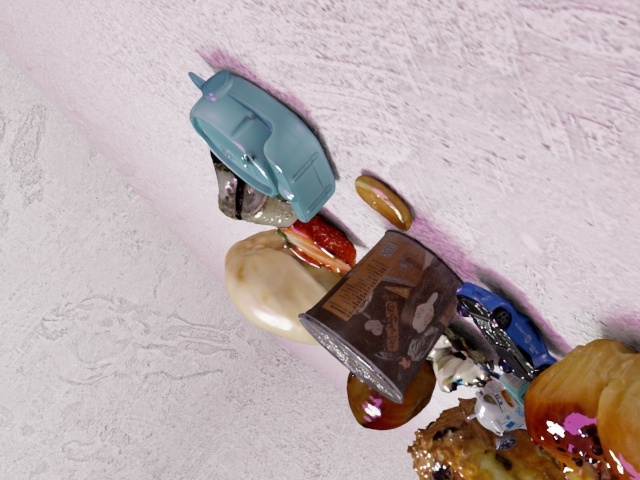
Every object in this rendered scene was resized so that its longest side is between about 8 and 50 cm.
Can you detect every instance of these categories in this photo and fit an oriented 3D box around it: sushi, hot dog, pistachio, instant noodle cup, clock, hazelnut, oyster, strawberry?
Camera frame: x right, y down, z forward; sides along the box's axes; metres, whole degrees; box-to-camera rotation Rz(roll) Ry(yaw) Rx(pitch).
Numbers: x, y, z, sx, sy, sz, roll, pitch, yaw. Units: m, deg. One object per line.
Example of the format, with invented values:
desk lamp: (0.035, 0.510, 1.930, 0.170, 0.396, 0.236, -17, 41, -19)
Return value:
sushi: (-0.103, -0.067, 1.761, 0.134, 0.109, 0.273, 17, -169, -42)
hot dog: (0.427, 0.285, 1.231, 0.365, 0.196, 0.367, 51, 163, -29)
pistachio: (-0.062, 0.101, 2.140, 0.321, 0.229, 0.238, 28, 141, 12)
instant noodle cup: (0.108, 0.115, 1.596, 0.217, 0.207, 0.217, 38, 169, 9)
clock: (-0.107, -0.157, 1.561, 0.274, 0.094, 0.224, 35, 167, 27)
hazelnut: (0.167, 0.336, 2.340, 0.217, 0.217, 0.252, 39, 145, 13)
oyster: (0.234, 0.206, 1.863, 0.198, 0.092, 0.260, 38, 160, 16)
strawberry: (0.000, 0.000, 1.868, 0.187, 0.082, 0.146, 29, 171, 26)

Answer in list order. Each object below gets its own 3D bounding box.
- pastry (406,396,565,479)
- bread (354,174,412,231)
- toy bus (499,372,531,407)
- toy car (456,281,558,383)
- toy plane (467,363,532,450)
pastry: (0.341, 0.478, 2.036, 0.337, 0.292, 0.405, 53, 177, -3)
bread: (0.092, -0.055, 1.461, 0.110, 0.024, 0.110, 39, 169, 9)
toy bus: (0.397, 0.289, 1.619, 0.262, 0.091, 0.109, 48, 178, -29)
toy car: (0.278, 0.135, 1.470, 0.216, 0.063, 0.103, 52, 166, -22)
toy plane: (0.341, 0.308, 1.767, 0.182, 0.107, 0.273, 56, -169, 20)
